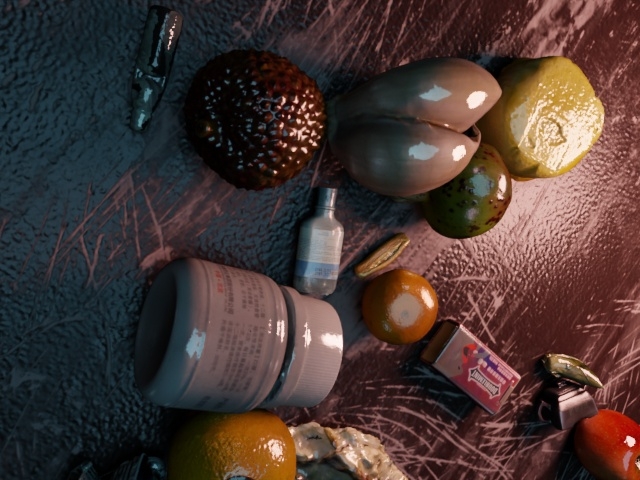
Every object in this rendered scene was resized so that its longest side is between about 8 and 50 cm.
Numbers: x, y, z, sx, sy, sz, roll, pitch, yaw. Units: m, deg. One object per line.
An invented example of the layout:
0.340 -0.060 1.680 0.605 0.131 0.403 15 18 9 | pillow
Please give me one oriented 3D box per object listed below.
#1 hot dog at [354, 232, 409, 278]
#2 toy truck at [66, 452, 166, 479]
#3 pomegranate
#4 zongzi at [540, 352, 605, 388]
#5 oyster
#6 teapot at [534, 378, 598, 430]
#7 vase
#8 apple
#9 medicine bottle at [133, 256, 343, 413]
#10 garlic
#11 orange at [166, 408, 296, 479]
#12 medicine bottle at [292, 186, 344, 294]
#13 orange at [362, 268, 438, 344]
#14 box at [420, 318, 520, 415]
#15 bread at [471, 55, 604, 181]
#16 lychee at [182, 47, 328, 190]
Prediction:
0.129 0.035 1.200 0.137 0.028 0.044 -39 83 -15 | hot dog
-0.335 0.538 1.030 0.184 0.133 0.338 -22 108 -1 | toy truck
0.262 -0.104 1.157 0.248 0.202 0.202 6 95 -5 | pomegranate
0.602 0.315 1.376 0.109 0.119 0.055 13 105 -23 | zongzi
0.044 0.484 1.187 0.355 0.107 0.201 13 96 -23 | oyster
0.596 0.388 1.404 0.177 0.087 0.096 -16 98 -19 | teapot
-0.285 -0.285 0.975 0.060 0.060 0.211 13 92 -23 | vase
0.732 0.518 1.431 0.181 0.168 0.180 -1 93 -18 | apple
-0.140 0.174 0.995 0.306 0.245 0.245 17 91 -30 | medicine bottle
0.201 -0.199 1.062 0.340 0.246 0.231 -7 83 -21 | garlic
-0.161 0.402 1.035 0.236 0.236 0.236 -3 98 -21 | orange
0.000 0.000 1.130 0.090 0.054 0.208 7 93 -21 | medicine bottle
0.160 0.135 1.176 0.156 0.124 0.156 0 95 -4 | orange
0.339 0.285 1.295 0.224 0.069 0.120 39 83 -21 | box
0.463 -0.261 1.231 0.270 0.148 0.269 -2 96 -17 | bread
-0.102 -0.206 0.976 0.271 0.236 0.235 -22 106 -41 | lychee
